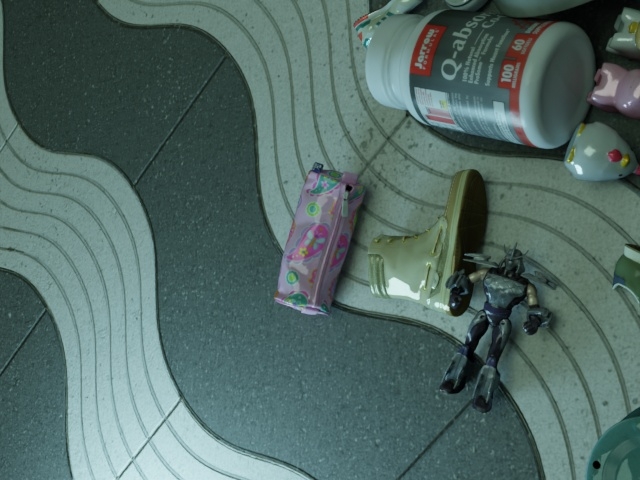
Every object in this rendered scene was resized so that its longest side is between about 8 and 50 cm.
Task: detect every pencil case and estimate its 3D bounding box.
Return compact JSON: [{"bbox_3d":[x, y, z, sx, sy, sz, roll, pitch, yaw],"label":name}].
[{"bbox_3d":[0.000,0.000,2.059,0.124,0.124,0.284,19,93,40],"label":"pencil case"}]

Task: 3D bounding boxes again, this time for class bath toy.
[{"bbox_3d":[0.506,-0.251,1.701,0.129,0.151,0.348,21,96,5],"label":"bath toy"}]

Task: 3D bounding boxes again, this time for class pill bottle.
[{"bbox_3d":[0.268,-0.288,1.841,0.363,0.210,0.210,17,92,40],"label":"pill bottle"}]

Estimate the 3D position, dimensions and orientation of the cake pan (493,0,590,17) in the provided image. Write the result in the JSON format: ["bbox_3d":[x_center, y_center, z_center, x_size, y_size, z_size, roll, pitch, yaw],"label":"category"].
[{"bbox_3d":[0.407,-0.448,1.755,0.293,0.293,0.054,-4,122,39],"label":"cake pan"}]

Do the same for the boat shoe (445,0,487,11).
[{"bbox_3d":[0.274,-0.608,1.936,0.136,0.156,0.367,18,92,40],"label":"boat shoe"}]

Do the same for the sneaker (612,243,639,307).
[{"bbox_3d":[0.535,0.085,1.648,0.192,0.064,0.086,37,112,38],"label":"sneaker"}]

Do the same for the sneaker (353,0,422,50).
[{"bbox_3d":[0.142,-0.424,2.082,0.161,0.057,0.075,-24,84,32],"label":"sneaker"}]

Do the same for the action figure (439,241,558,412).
[{"bbox_3d":[0.292,0.138,1.801,0.185,0.099,0.284,21,101,27],"label":"action figure"}]

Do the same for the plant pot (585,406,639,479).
[{"bbox_3d":[0.504,0.340,1.491,0.272,0.255,0.271,-9,76,38],"label":"plant pot"}]

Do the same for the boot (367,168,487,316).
[{"bbox_3d":[0.189,-0.007,1.926,0.204,0.095,0.261,10,94,41],"label":"boot"}]
